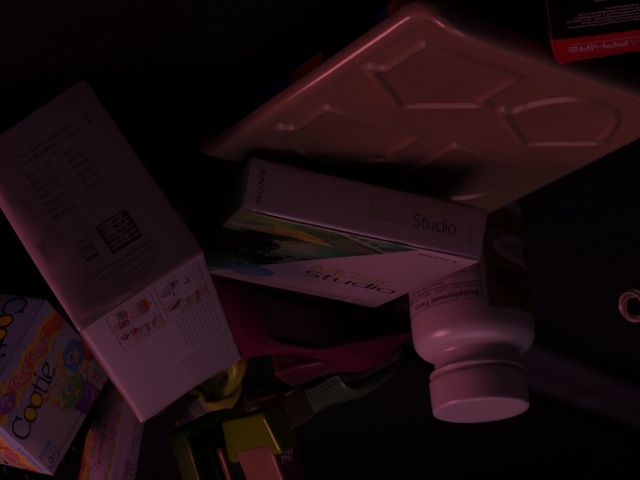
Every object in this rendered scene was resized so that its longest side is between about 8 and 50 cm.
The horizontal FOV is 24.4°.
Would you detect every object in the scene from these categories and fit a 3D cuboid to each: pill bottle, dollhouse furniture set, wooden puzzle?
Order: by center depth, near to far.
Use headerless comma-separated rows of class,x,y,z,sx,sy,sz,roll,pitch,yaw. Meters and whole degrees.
wooden puzzle,0.112,-0.120,1.315,0.322,0.081,0.347,13,158,-35
pill bottle,0.161,0.071,1.581,0.131,0.229,0.131,-3,159,-1
dollhouse furniture set,-0.020,0.264,1.979,0.197,0.151,0.301,-17,-176,40

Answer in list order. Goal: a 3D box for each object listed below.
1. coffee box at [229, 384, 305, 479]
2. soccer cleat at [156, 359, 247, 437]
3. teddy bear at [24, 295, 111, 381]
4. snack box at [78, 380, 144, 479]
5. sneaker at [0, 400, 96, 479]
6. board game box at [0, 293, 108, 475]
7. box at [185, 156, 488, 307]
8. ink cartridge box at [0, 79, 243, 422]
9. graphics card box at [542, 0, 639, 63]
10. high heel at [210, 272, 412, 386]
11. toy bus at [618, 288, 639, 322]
coffee box,-0.109,0.346,2.319,0.118,0.168,0.297,1,158,-11
soccer cleat,-0.148,0.190,2.066,0.121,0.093,0.289,-27,166,-30
teddy bear,-0.260,0.105,1.807,0.245,0.113,0.338,6,165,-3
snack box,-0.258,0.246,1.846,0.037,0.141,0.100,17,162,-30
sneaker,-0.381,0.249,1.761,0.124,0.107,0.283,10,-154,15
board game box,-0.400,0.148,1.656,0.275,0.144,0.142,5,145,35
box,0.000,0.000,1.476,0.232,0.059,0.322,12,166,-13
ink cartridge box,-0.212,-0.005,1.412,0.130,0.272,0.309,-33,161,-9
graphics card box,0.246,-0.252,0.969,0.232,0.094,0.371,-8,159,12
high heel,-0.023,0.072,1.752,0.181,0.127,0.377,-24,157,13
toy bus,0.508,0.129,1.937,0.190,0.202,0.104,-17,-174,15
